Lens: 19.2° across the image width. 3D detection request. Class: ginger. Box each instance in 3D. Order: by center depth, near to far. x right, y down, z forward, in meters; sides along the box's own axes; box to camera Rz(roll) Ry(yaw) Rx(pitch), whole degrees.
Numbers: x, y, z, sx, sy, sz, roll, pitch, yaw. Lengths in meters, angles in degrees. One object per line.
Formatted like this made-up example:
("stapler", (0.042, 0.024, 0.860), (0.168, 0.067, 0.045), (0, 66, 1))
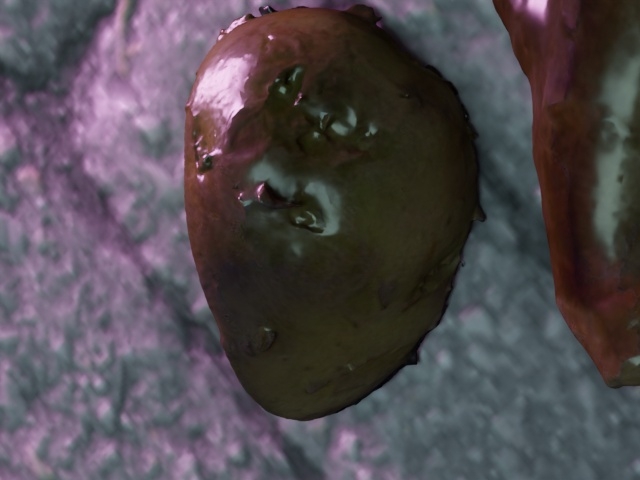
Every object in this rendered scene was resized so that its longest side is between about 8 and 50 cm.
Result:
("ginger", (0.126, -0.130, 0.592), (0.166, 0.080, 0.333), (49, 130, 45))

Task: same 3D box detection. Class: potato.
("potato", (0.000, 0.000, 0.715), (0.100, 0.089, 0.172), (1, 104, 31))
